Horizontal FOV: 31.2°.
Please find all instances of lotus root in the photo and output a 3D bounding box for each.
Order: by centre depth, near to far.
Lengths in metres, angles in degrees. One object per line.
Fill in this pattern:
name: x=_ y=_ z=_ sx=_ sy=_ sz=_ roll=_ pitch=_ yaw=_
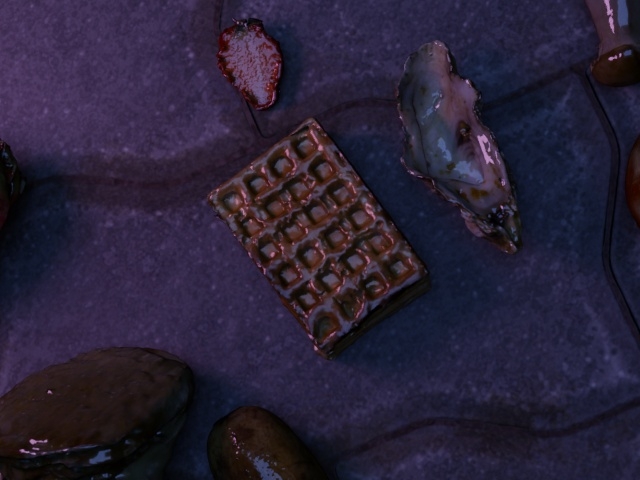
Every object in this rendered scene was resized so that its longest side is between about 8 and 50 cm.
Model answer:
lotus root: x=-0.065 y=0.356 z=1.647 sx=0.145 sy=0.128 sz=0.260 roll=-39 pitch=73 yaw=15

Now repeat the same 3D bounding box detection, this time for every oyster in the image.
oyster: x=0.208 y=-0.126 z=1.694 sx=0.166 sy=0.110 sz=0.341 roll=-35 pitch=75 yaw=-4

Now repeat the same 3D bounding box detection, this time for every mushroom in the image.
mushroom: x=0.436 y=-0.400 z=1.694 sx=0.128 sy=0.128 sz=0.350 roll=-4 pitch=83 yaw=7

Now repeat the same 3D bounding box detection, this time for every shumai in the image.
shumai: x=-0.320 y=0.341 z=1.671 sx=0.329 sy=0.292 sz=0.288 roll=-6 pitch=119 yaw=17

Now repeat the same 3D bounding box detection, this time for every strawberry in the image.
strawberry: x=-0.108 y=-0.276 z=1.793 sx=0.103 sy=0.048 sz=0.152 roll=-15 pitch=93 yaw=-1

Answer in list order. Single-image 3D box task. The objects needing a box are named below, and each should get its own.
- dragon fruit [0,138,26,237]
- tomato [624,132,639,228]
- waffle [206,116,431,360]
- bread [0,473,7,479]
dragon fruit: x=-0.595 y=-0.050 z=1.733 sx=0.302 sy=0.231 sz=0.237 roll=-36 pitch=73 yaw=-3
tomato: x=0.572 y=-0.096 z=1.568 sx=0.303 sy=0.239 sz=0.304 roll=-1 pitch=82 yaw=4
waffle: x=0.000 y=0.000 z=1.713 sx=0.213 sy=0.091 sz=0.308 roll=-37 pitch=77 yaw=2
bread: x=-0.552 y=0.393 z=1.724 sx=0.199 sy=0.104 sz=0.199 roll=-1 pitch=79 yaw=4
